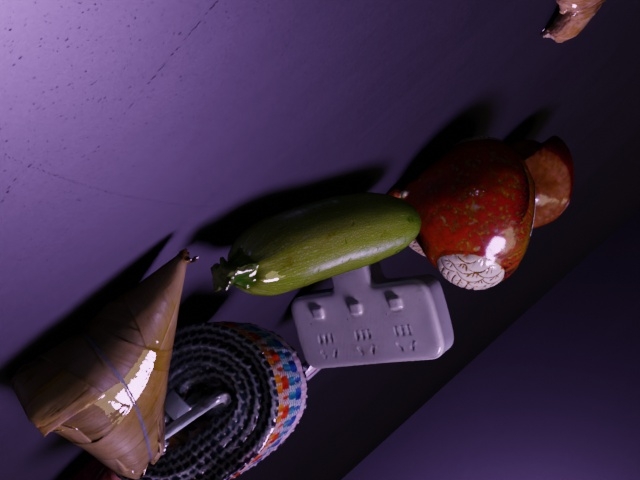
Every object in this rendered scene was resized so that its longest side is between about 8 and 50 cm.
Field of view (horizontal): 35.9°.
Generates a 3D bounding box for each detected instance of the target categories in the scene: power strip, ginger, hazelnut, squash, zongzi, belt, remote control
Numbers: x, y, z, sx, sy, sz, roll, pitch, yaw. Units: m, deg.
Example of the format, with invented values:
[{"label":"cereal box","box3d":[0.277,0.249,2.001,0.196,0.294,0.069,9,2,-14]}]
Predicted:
[{"label":"power strip","box3d":[0.067,0.097,1.541,0.264,0.194,0.059,-11,-173,37]},{"label":"ginger","box3d":[0.357,-0.354,1.318,0.148,0.081,0.334,-57,165,-9]},{"label":"hazelnut","box3d":[0.360,-0.102,1.797,0.201,0.161,0.170,-8,152,13]},{"label":"squash","box3d":[0.000,0.000,1.296,0.395,0.107,0.107,-18,149,-50]},{"label":"zongzi","box3d":[-0.205,0.147,1.166,0.256,0.115,0.228,-47,145,-10]},{"label":"belt","box3d":[-0.169,0.230,1.315,0.295,0.207,0.160,-32,169,13]},{"label":"remote control","box3d":[0.015,0.229,1.975,0.166,0.029,0.065,-42,163,-2]}]

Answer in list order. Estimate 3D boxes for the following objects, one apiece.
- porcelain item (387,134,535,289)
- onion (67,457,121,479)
[{"label":"porcelain item","box3d":[0.214,-0.049,1.552,0.253,0.253,0.253,-38,161,-15]},{"label":"onion","box3d":[-0.282,0.396,1.509,0.230,0.163,0.230,-35,168,-8]}]
